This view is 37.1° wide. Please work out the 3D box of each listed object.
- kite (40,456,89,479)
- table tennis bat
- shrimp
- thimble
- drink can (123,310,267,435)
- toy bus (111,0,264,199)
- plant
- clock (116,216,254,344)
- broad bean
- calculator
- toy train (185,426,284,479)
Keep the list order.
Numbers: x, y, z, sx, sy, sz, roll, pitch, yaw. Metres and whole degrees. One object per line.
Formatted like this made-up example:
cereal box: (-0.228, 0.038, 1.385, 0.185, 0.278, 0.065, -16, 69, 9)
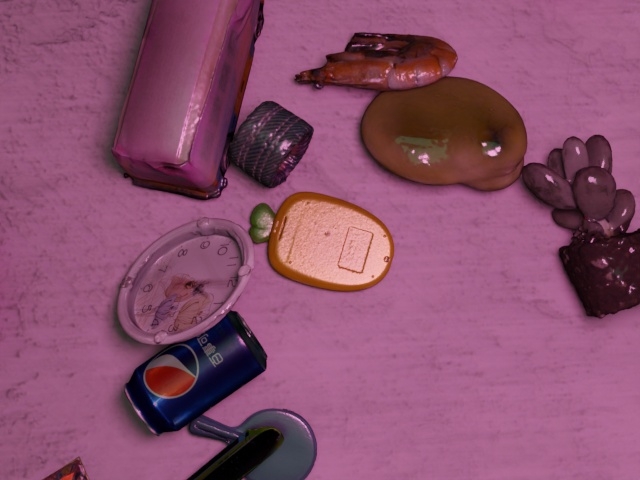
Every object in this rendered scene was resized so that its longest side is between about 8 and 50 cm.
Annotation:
kite: (-0.390, 0.393, 1.462, 0.222, 0.008, 0.125, 16, 82, 4)
table tennis bat: (-0.104, 0.308, 1.456, 0.201, 0.033, 0.124, 17, 85, 3)
shrimp: (0.090, -0.293, 1.509, 0.254, 0.059, 0.145, 3, 45, 20)
thimble: (-0.076, -0.149, 1.471, 0.090, 0.135, 0.118, 36, 88, 7)
drink can: (-0.186, 0.198, 1.432, 0.205, 0.118, 0.118, -36, 82, -3)
toy bus: (-0.196, -0.270, 1.481, 0.171, 0.162, 0.386, 12, 81, 4)
plant: (0.421, -0.024, 1.438, 0.146, 0.149, 0.274, -22, 84, -18)
clock: (-0.198, 0.068, 1.442, 0.236, 0.053, 0.236, -16, 45, 16)
broad bean: (0.194, -0.172, 1.477, 0.263, 0.121, 0.189, 14, 72, 5)
calculator: (0.000, 0.000, 1.499, 0.235, 0.032, 0.146, 15, 82, 2)
toy train: (-0.141, 0.338, 1.422, 0.209, 0.042, 0.044, -40, 115, 9)
